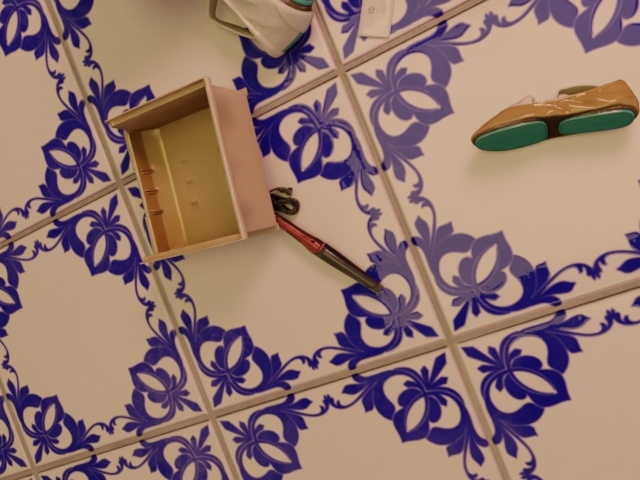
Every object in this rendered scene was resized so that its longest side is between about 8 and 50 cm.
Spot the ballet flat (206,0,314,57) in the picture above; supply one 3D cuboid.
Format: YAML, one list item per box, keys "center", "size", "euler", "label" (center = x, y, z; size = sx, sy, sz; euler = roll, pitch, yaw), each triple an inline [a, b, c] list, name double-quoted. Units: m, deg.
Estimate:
- center: [-0.189, -0.455, 0.941]
  size: [0.400, 0.139, 0.139]
  euler: [40, 106, 9]
  label: "ballet flat"

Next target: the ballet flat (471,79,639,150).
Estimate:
- center: [0.344, -0.188, 0.827]
  size: [0.232, 0.080, 0.073]
  euler: [-7, 66, 16]
  label: "ballet flat"

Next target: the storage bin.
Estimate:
- center: [-0.232, -0.112, 0.969]
  size: [0.261, 0.123, 0.262]
  euler: [-12, 92, 28]
  label: "storage bin"

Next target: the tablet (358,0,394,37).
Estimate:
- center: [0.093, -0.380, 0.911]
  size: [0.054, 0.006, 0.083]
  euler: [10, 99, 17]
  label: "tablet"

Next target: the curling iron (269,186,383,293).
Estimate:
- center: [0.000, 0.000, 0.968]
  size: [0.274, 0.035, 0.068]
  euler: [42, 107, 10]
  label: "curling iron"
